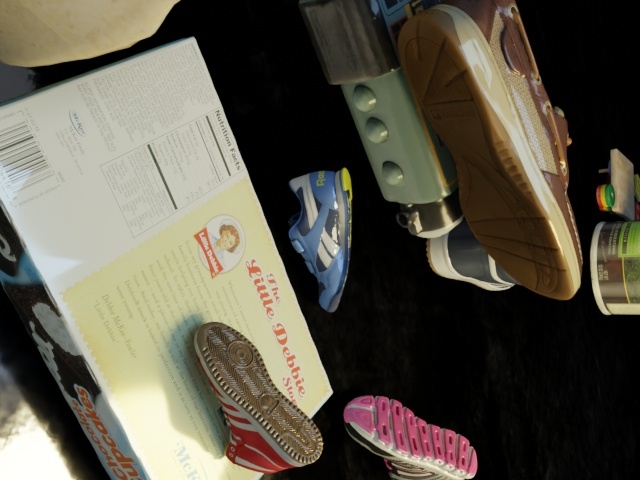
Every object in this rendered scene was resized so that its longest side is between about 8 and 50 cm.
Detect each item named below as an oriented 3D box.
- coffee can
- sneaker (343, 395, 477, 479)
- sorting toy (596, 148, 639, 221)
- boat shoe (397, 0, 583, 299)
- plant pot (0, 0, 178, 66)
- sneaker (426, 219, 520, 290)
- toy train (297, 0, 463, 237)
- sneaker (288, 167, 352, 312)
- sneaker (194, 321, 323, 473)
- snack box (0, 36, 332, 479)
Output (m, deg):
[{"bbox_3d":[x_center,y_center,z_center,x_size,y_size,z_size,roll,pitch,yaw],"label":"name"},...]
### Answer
[{"bbox_3d":[0.712,0.051,1.333,0.201,0.275,0.201,8,80,-51],"label":"coffee can"},{"bbox_3d":[0.084,0.222,0.707,0.170,0.075,0.063,29,36,-24],"label":"sneaker"},{"bbox_3d":[0.642,-0.114,1.445,0.274,0.046,0.132,14,75,-49],"label":"sorting toy"},{"bbox_3d":[0.200,-0.092,0.658,0.123,0.123,0.342,-40,114,-18],"label":"boat shoe"},{"bbox_3d":[-0.144,-0.266,0.296,0.334,0.334,0.305,-62,142,-34],"label":"plant pot"},{"bbox_3d":[0.275,0.017,0.889,0.282,0.153,0.099,6,83,-51],"label":"sneaker"},{"bbox_3d":[0.106,-0.165,0.723,0.190,0.142,0.334,-40,121,-31],"label":"toy train"},{"bbox_3d":[0.000,0.000,0.635,0.053,0.059,0.144,-78,168,-69],"label":"sneaker"},{"bbox_3d":[-0.056,0.115,0.469,0.118,0.067,0.042,51,47,3],"label":"sneaker"},{"bbox_3d":[-0.109,0.037,0.482,0.187,0.060,0.322,-40,117,-44],"label":"snack box"}]
